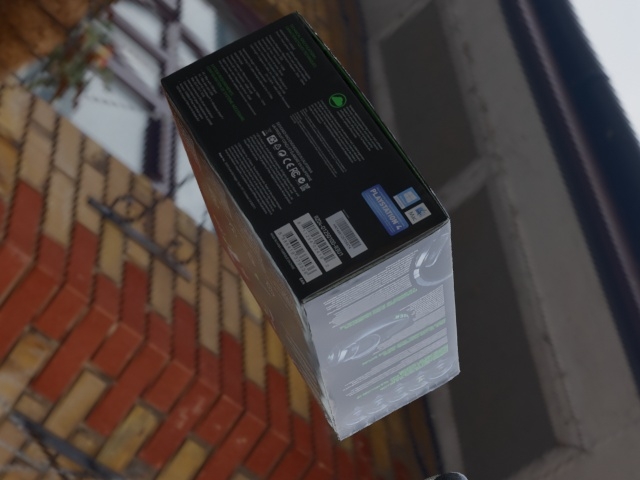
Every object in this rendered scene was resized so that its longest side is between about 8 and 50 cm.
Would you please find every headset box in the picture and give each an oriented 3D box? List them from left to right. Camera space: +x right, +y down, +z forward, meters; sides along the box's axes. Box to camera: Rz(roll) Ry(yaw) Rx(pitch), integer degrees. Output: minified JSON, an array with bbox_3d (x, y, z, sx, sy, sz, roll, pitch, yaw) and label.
[{"bbox_3d":[0.000,0.000,1.110,0.131,0.283,0.246,-28,-121,-9],"label":"headset box"}]

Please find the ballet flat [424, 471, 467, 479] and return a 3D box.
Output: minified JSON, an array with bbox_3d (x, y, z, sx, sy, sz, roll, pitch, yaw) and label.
[{"bbox_3d":[0.127,0.286,1.388,0.203,0.074,0.074,97,18,-67],"label":"ballet flat"}]
